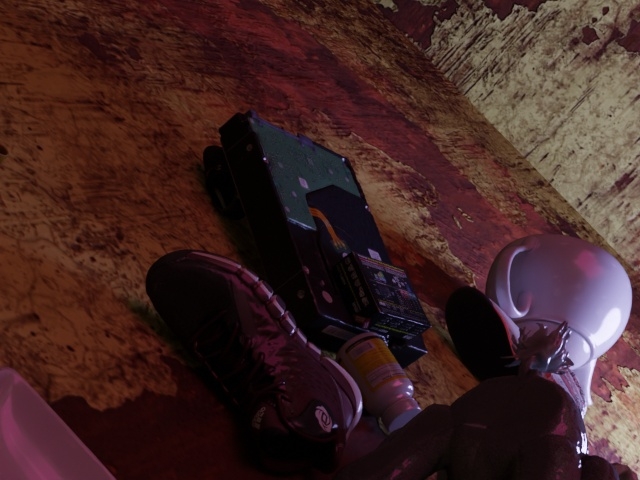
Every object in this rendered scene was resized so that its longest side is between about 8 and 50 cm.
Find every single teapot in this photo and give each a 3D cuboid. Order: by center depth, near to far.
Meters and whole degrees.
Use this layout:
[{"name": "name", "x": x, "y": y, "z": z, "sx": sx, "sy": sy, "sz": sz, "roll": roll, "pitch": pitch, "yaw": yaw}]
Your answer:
[{"name": "teapot", "x": 0.370, "y": 0.121, "z": 2.026, "sx": 0.256, "sy": 0.252, "sz": 0.187, "roll": 22, "pitch": 56, "yaw": -1}]

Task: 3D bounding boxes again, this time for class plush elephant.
[{"name": "plush elephant", "x": 0.207, "y": 0.280, "z": 1.348, "sx": 0.330, "sy": 0.271, "sz": 0.255, "roll": -49, "pitch": 132, "yaw": -41}]

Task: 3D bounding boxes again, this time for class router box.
[{"name": "router box", "x": 0.077, "y": 0.071, "z": 1.586, "sx": 0.122, "sy": 0.038, "sz": 0.092, "roll": 20, "pitch": 41, "yaw": -51}]

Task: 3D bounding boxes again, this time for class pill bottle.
[{"name": "pill bottle", "x": 0.072, "y": 0.173, "z": 1.527, "sx": 0.065, "sy": 0.065, "sz": 0.116, "roll": 17, "pitch": 33, "yaw": -51}]

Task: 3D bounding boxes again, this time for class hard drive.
[{"name": "hard drive", "x": 0.000, "y": 0.000, "z": 1.668, "sx": 0.237, "sy": 0.064, "sz": 0.339, "roll": 23, "pitch": 39, "yaw": -48}]

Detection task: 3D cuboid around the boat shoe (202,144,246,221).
[{"name": "boat shoe", "x": -0.130, "y": -0.083, "z": 1.688, "sx": 0.042, "sy": 0.049, "sz": 0.133, "roll": 33, "pitch": 25, "yaw": -48}]

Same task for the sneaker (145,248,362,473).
[{"name": "sneaker", "x": -0.069, "y": 0.133, "z": 1.284, "sx": 0.281, "sy": 0.106, "sz": 0.162, "roll": 39, "pitch": 23, "yaw": -13}]

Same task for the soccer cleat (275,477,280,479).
[{"name": "soccer cleat", "x": -0.014, "y": 0.260, "z": 1.190, "sx": 0.179, "sy": 0.060, "sz": 0.072, "roll": 19, "pitch": 29, "yaw": -44}]

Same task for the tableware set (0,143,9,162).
[{"name": "tableware set", "x": -0.365, "y": -0.082, "z": 1.270, "sx": 0.104, "sy": 0.024, "sz": 0.154, "roll": 44, "pitch": 19, "yaw": 2}]

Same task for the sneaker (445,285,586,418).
[{"name": "sneaker", "x": 0.297, "y": 0.184, "z": 1.910, "sx": 0.270, "sy": 0.090, "sz": 0.145, "roll": 52, "pitch": 20, "yaw": 15}]

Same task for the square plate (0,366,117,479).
[{"name": "square plate", "x": -0.204, "y": 0.256, "z": 0.845, "sx": 0.347, "sy": 0.049, "sz": 0.344, "roll": 46, "pitch": 19, "yaw": 9}]
